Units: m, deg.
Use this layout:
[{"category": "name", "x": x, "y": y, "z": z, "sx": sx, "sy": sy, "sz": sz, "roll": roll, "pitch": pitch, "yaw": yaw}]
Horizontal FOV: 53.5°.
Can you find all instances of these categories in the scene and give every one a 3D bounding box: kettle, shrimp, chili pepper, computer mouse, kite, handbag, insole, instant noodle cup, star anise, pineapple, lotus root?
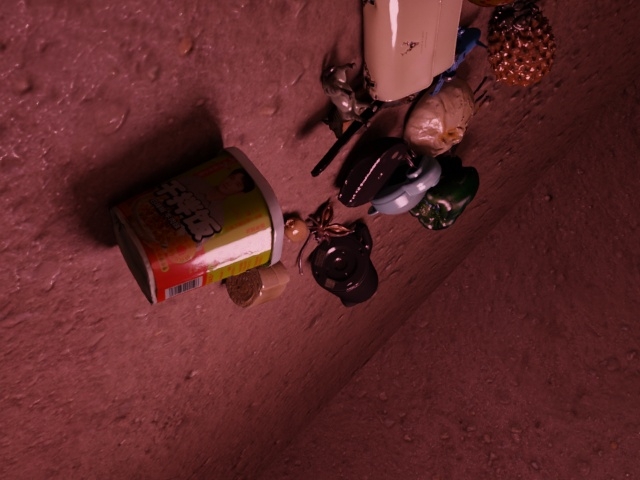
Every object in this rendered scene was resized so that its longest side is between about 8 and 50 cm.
[{"category": "kettle", "x": 0.097, "y": 0.088, "z": 2.309, "sx": 0.203, "sy": 0.262, "sz": 0.308, "roll": -12, "pitch": 162, "yaw": 11}, {"category": "shrimp", "x": 0.163, "y": -0.371, "z": 1.806, "sx": 0.296, "sy": 0.058, "sz": 0.169, "roll": -11, "pitch": 145, "yaw": -45}, {"category": "chili pepper", "x": 0.455, "y": -0.185, "z": 2.371, "sx": 0.257, "sy": 0.233, "sz": 0.248, "roll": -42, "pitch": 173, "yaw": -24}, {"category": "computer mouse", "x": 0.150, "y": -0.223, "z": 1.952, "sx": 0.170, "sy": 0.100, "sz": 0.269, "roll": -14, "pitch": 146, "yaw": -52}, {"category": "kite", "x": 0.487, "y": -0.417, "z": 2.129, "sx": 0.015, "sy": 0.152, "sz": 0.285, "roll": 11, "pitch": 142, "yaw": -15}, {"category": "handbag", "x": 0.209, "y": -0.521, "z": 1.514, "sx": 0.237, "sy": 0.160, "sz": 0.358, "roll": -32, "pitch": 154, "yaw": -12}, {"category": "insole", "x": 0.082, "y": -0.280, "z": 1.664, "sx": 0.309, "sy": 0.012, "sz": 0.110, "roll": -50, "pitch": -159, "yaw": -12}, {"category": "instant noodle cup", "x": -0.278, "y": -0.023, "z": 1.412, "sx": 0.308, "sy": 0.294, "sz": 0.294, "roll": -25, "pitch": 150, "yaw": -25}, {"category": "star anise", "x": 0.000, "y": 0.000, "z": 2.083, "sx": 0.227, "sy": 0.148, "sz": 0.218, "roll": 145, "pitch": -38, "yaw": -72}, {"category": "pineapple", "x": 0.591, "y": -0.646, "z": 1.900, "sx": 0.223, "sy": 0.223, "sz": 0.357, "roll": -42, "pitch": 142, "yaw": -8}, {"category": "lotus root", "x": -0.075, "y": -0.034, "z": 1.935, "sx": 0.073, "sy": 0.062, "sz": 0.150, "roll": -45, "pitch": 158, "yaw": -2}]

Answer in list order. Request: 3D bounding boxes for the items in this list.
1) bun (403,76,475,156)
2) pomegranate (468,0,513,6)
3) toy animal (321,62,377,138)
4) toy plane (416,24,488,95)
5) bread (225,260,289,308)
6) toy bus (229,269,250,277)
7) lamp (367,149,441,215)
[{"category": "bun", "x": 0.395, "y": -0.383, "z": 2.042, "sx": 0.287, "sy": 0.146, "sz": 0.287, "roll": -39, "pitch": 154, "yaw": -24}, {"category": "pomegranate", "x": 0.406, "y": -0.667, "z": 1.549, "sx": 0.246, "sy": 0.198, "sz": 0.198, "roll": -25, "pitch": 149, "yaw": -41}, {"category": "toy animal", "x": 0.052, "y": -0.351, "z": 1.594, "sx": 0.073, "sy": 0.176, "sz": 0.217, "roll": -51, "pitch": 135, "yaw": -21}, {"category": "toy plane", "x": 0.374, "y": -0.536, "z": 1.827, "sx": 0.271, "sy": 0.105, "sz": 0.254, "roll": -34, "pitch": 151, "yaw": -16}, {"category": "bread", "x": -0.189, "y": 0.121, "z": 1.909, "sx": 0.148, "sy": 0.134, "sz": 0.141, "roll": -45, "pitch": 163, "yaw": 28}, {"category": "toy bus", "x": -0.216, "y": 0.010, "z": 1.745, "sx": 0.101, "sy": 0.088, "sz": 0.175, "roll": -15, "pitch": 141, "yaw": -51}, {"category": "lamp", "x": 0.274, "y": -0.184, "z": 2.068, "sx": 0.284, "sy": 0.147, "sz": 0.209, "roll": -44, "pitch": -164, "yaw": 53}]
